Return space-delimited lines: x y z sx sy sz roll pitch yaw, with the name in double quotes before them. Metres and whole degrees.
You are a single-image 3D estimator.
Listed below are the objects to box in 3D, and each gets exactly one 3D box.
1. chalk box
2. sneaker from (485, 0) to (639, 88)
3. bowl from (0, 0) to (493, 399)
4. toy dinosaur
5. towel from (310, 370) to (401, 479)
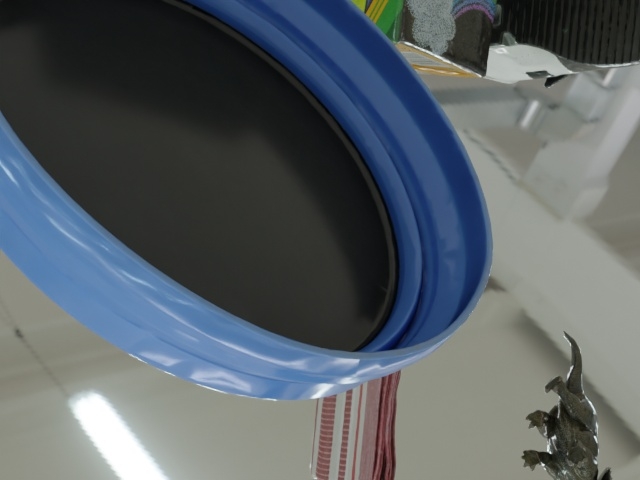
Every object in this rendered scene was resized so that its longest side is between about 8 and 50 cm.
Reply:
"chalk box" 0.083 -0.336 1.311 0.179 0.289 0.180 7 179 39
"sneaker" 0.275 -0.260 1.527 0.330 0.122 0.146 7 169 24
"bowl" -0.063 -0.071 0.770 0.391 0.077 0.391 27 -142 -23
"toy dinosaur" 0.383 0.300 1.856 0.160 0.121 0.313 36 -144 -50
"towel" 0.049 0.239 1.709 0.037 0.237 0.329 8 174 -14
